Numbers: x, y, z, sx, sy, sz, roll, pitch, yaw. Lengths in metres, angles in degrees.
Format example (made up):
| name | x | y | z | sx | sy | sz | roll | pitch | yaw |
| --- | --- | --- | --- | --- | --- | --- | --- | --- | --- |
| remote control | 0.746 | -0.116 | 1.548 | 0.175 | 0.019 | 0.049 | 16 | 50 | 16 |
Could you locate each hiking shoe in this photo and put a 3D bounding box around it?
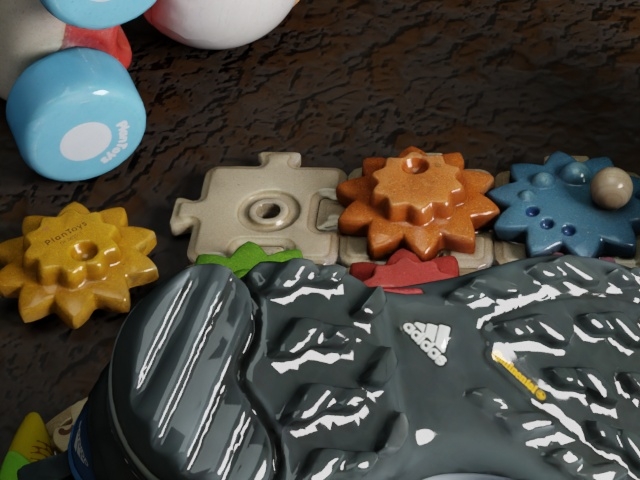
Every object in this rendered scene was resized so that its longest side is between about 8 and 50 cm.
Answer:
| name | x | y | z | sx | sy | sz | roll | pitch | yaw |
| --- | --- | --- | --- | --- | --- | --- | --- | --- | --- |
| hiking shoe | 0.047 | 0.070 | 0.565 | 0.304 | 0.132 | 0.113 | 10 | 64 | -26 |

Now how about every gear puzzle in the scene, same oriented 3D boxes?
| name | x | y | z | sx | sy | sz | roll | pitch | yaw |
| --- | --- | --- | --- | --- | --- | --- | --- | --- | --- |
| gear puzzle | 0.000 | 0.000 | 0.719 | 0.339 | 0.044 | 0.175 | 1 | 42 | 6 |

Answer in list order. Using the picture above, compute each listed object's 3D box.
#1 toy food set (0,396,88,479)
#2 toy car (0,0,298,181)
| name | x | y | z | sx | sy | sz | roll | pitch | yaw |
| --- | --- | --- | --- | --- | --- | --- | --- | --- | --- |
| toy food set | -0.076 | 0.104 | 0.614 | 0.192 | 0.038 | 0.132 | -5 | 42 | 0 |
| toy car | -0.085 | -0.183 | 0.832 | 0.238 | 0.210 | 0.219 | -11 | 51 | -26 |
